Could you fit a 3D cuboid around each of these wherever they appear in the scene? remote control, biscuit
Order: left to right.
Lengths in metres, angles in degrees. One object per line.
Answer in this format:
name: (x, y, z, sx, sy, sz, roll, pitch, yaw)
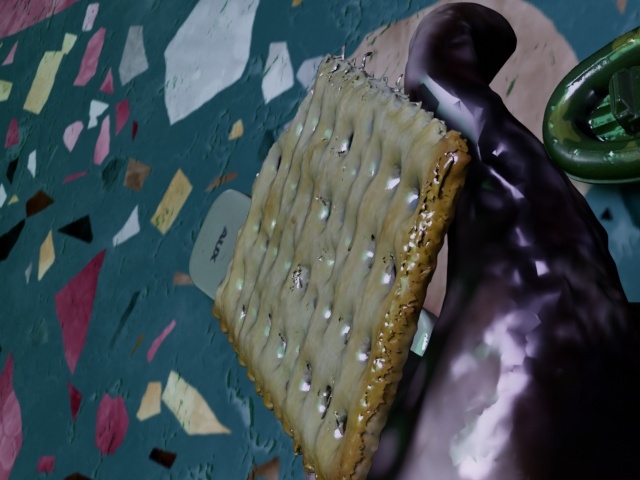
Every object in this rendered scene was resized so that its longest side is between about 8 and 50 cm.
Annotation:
remote control: (-0.010, 0.044, 1.047, 0.309, 0.038, 0.090, 34, 101, 53)
biscuit: (0.001, 0.000, 0.543, 0.203, 0.016, 0.144, -129, 55, -67)

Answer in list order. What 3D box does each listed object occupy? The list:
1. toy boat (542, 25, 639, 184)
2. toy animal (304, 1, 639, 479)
toy boat: (0.214, -0.093, 0.816, 0.210, 0.052, 0.104, -24, 58, 43)
toy animal: (0.141, 0.111, 0.566, 0.194, 0.344, 0.302, -50, 30, 30)
